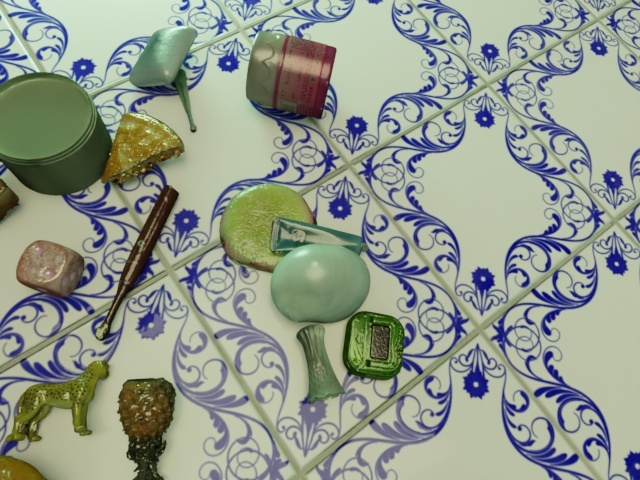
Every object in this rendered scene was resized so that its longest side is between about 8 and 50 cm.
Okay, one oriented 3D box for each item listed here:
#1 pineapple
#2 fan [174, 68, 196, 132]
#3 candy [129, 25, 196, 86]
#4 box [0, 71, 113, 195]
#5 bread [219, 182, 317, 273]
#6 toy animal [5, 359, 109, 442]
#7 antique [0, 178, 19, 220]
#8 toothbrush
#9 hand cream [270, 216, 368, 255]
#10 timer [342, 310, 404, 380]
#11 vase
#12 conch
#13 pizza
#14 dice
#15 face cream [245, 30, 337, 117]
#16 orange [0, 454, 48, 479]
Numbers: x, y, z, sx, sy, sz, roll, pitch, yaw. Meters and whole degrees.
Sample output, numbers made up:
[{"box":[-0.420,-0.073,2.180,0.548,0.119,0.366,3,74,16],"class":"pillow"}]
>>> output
[{"box":[-0.324,0.355,0.891,0.108,0.108,0.198,0,79,-8],"class":"pineapple"},{"box":[-0.338,-0.354,1.207,0.038,0.016,0.193,-15,71,-15],"class":"fan"},{"box":[-0.392,-0.458,1.201,0.138,0.071,0.174,5,64,27],"class":"candy"},{"box":[-0.591,-0.232,1.053,0.226,0.149,0.226,3,68,-6],"class":"box"},{"box":[-0.117,-0.032,1.102,0.228,0.033,0.229,3,69,-8],"class":"bread"},{"box":[-0.499,0.302,0.907,0.181,0.073,0.136,-9,62,2],"class":"toy animal"},{"box":[-0.776,-0.164,1.030,0.310,0.093,0.087,42,69,9],"class":"antique"},{"box":[-0.393,0.040,1.033,0.040,0.041,0.364,19,67,0],"class":"toothbrush"},{"box":[0.000,0.000,1.081,0.224,0.048,0.083,7,75,-15],"class":"hand cream"},{"box":[0.115,0.222,1.026,0.128,0.047,0.140,11,68,-4],"class":"timer"},{"box":[-0.005,0.249,0.986,0.081,0.081,0.149,-10,68,-12],"class":"vase"},{"box":[0.005,0.097,1.023,0.221,0.121,0.185,-16,113,-7],"class":"conch"},{"box":[-0.426,-0.197,1.112,0.188,0.062,0.199,33,74,19],"class":"pizza"},{"box":[-0.545,0.058,0.976,0.094,0.093,0.091,15,68,-3],"class":"dice"},{"box":[-0.071,-0.405,1.178,0.194,0.175,0.175,12,68,-4],"class":"face cream"},{"box":[-0.563,0.472,0.762,0.248,0.183,0.249,3,69,-8],"class":"orange"}]
